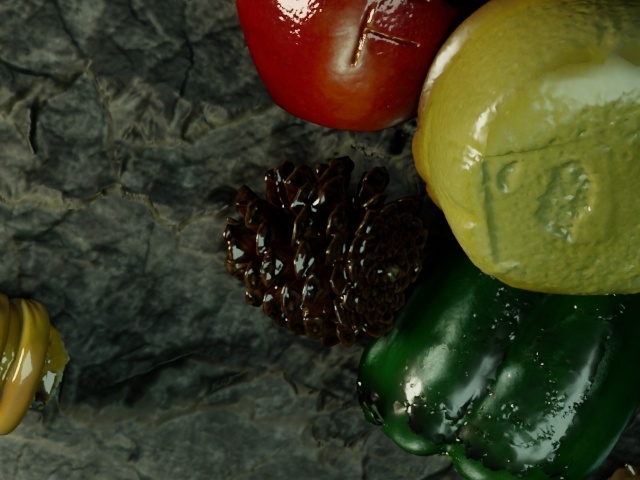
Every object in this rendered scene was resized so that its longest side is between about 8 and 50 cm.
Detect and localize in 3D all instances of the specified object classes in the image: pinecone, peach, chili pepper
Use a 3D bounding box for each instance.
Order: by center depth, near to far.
[{"bbox_3d":[0.035,-0.205,1.548,0.190,0.196,0.226,-24,127,-52],"label":"peach"},{"bbox_3d":[-0.007,0.003,1.628,0.163,0.165,0.162,-30,127,-49],"label":"pinecone"},{"bbox_3d":[0.169,0.092,1.703,0.233,0.248,0.256,30,87,-18],"label":"chili pepper"}]

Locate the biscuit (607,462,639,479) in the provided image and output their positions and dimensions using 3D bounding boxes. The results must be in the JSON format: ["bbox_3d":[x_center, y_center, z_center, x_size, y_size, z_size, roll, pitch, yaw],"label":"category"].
[{"bbox_3d":[0.234,0.402,1.921,0.366,0.115,0.268,-25,117,-12],"label":"biscuit"}]

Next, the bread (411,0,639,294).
[{"bbox_3d":[0.212,-0.081,1.515,0.270,0.148,0.269,-6,127,-9],"label":"bread"}]

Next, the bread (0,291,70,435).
[{"bbox_3d":[-0.301,0.095,1.581,0.177,0.084,0.119,17,102,-24],"label":"bread"}]

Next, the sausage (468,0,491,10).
[{"bbox_3d":[0.218,-0.218,1.610,0.254,0.148,0.148,36,94,7],"label":"sausage"}]
